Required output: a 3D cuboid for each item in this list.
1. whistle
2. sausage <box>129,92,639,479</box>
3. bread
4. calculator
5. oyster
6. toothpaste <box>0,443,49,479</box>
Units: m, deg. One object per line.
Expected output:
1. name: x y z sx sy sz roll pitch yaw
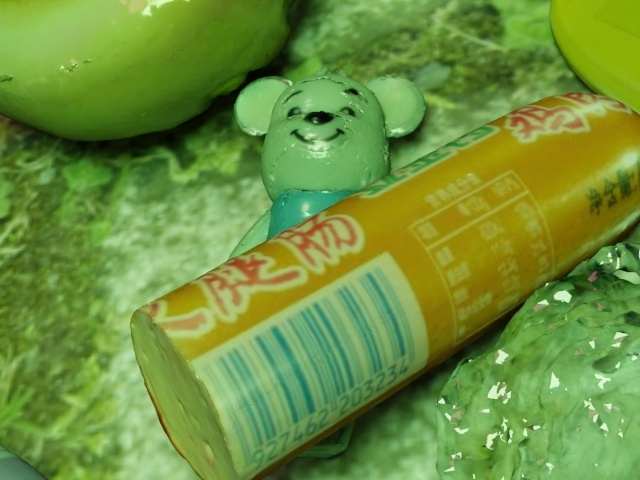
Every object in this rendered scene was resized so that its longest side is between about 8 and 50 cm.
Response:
1. whistle: 0.000 0.000 0.602 0.114 0.077 0.235 1 62 4
2. sausage: 0.061 0.004 0.535 0.312 0.093 0.093 -29 54 -26
3. bread: -0.107 -0.137 0.671 0.261 0.158 0.156 -18 65 15
4. calculator: 0.238 -0.111 0.622 0.235 0.032 0.146 35 75 32
5. oyster: 0.155 0.134 0.456 0.198 0.112 0.267 -32 60 -4
6. toothpaste: -0.085 0.208 0.506 0.371 0.080 0.125 34 75 23
